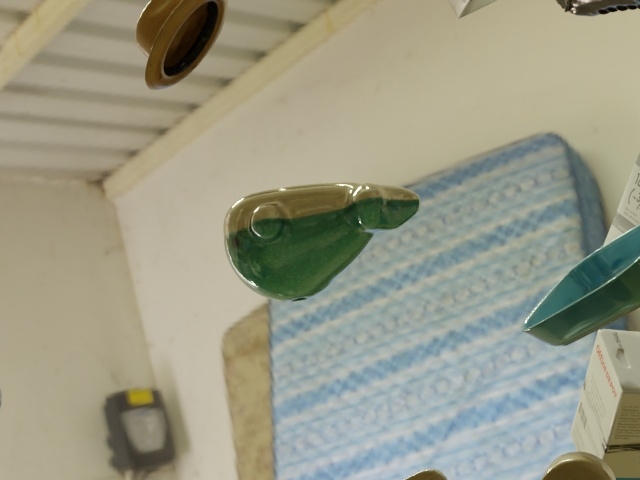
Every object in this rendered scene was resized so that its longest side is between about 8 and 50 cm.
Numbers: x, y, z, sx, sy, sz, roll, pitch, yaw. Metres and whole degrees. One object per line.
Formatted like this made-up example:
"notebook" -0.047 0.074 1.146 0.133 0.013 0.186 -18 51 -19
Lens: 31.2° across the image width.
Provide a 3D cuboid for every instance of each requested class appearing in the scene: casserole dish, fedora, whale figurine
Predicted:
"casserole dish" 0.240 0.034 0.940 0.114 0.037 0.188 -42 0 -33
"fedora" -0.222 -0.322 1.733 0.194 0.079 0.194 -49 -13 -15
"whale figurine" 0.000 0.000 1.457 0.272 0.141 0.216 -13 -10 41

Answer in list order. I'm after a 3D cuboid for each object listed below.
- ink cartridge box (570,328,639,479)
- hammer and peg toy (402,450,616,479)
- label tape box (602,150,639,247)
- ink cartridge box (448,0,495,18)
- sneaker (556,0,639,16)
"ink cartridge box" 0.438 0.252 1.664 0.086 0.148 0.203 4 -58 -5
"hammer and peg toy" 0.085 0.317 0.843 0.361 0.266 0.127 -29 -16 9
"label tape box" 0.501 -0.065 1.462 0.106 0.333 0.240 12 17 -18
"ink cartridge box" 0.251 -0.512 1.813 0.168 0.232 0.171 -27 -6 -10
"sneaker" 0.371 -0.297 1.337 0.083 0.222 0.118 -44 -27 -22
